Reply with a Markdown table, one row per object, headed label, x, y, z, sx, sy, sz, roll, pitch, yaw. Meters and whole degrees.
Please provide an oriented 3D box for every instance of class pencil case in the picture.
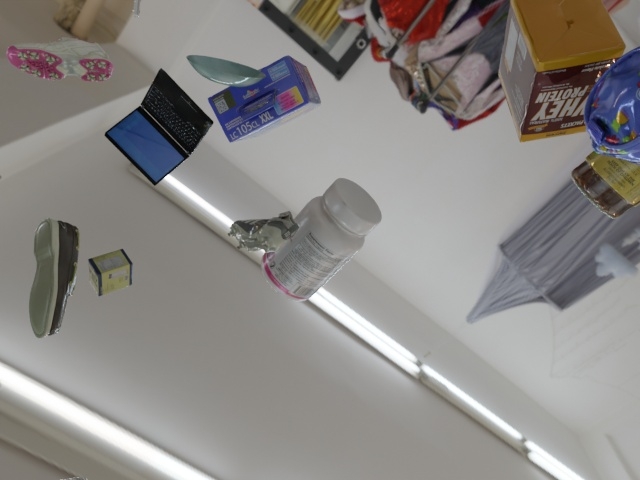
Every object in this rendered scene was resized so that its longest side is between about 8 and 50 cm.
| label | x | y | z | sx | sy | sz | roll | pitch | yaw |
| --- | --- | --- | --- | --- | --- | --- | --- | --- | --- |
| pencil case | 0.455 | -0.107 | 0.531 | 0.306 | 0.133 | 0.119 | 20 | -143 | -15 |

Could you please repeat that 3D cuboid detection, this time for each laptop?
| label | x | y | z | sx | sy | sz | roll | pitch | yaw |
| --- | --- | --- | --- | --- | --- | --- | --- | --- | --- |
| laptop | -0.518 | -0.359 | 1.464 | 0.234 | 0.264 | 0.136 | 46 | -143 | -6 |

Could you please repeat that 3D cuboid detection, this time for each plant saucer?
| label | x | y | z | sx | sy | sz | roll | pitch | yaw |
| --- | --- | --- | --- | --- | --- | --- | --- | --- | --- |
| plant saucer | -0.234 | -0.413 | 1.131 | 0.194 | 0.038 | 0.195 | 14 | -154 | -7 |

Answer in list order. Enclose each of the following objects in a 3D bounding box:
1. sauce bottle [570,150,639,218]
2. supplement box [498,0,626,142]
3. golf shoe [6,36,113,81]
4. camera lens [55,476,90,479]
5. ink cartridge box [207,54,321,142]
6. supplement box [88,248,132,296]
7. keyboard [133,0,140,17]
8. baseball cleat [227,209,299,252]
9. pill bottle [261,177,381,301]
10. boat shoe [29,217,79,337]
| label | x | y | z | sx | sy | sz | roll | pitch | yaw |
| --- | --- | --- | --- | --- | --- | --- | --- | --- | --- |
| sauce bottle | 0.542 | -0.179 | 0.662 | 0.111 | 0.344 | 0.111 | 29 | -146 | -22 |
| supplement box | 0.423 | -0.323 | 0.837 | 0.194 | 0.129 | 0.191 | 66 | -161 | -59 |
| golf shoe | -0.861 | -0.611 | 1.520 | 0.306 | 0.115 | 0.140 | -6 | -118 | -39 |
| camera lens | -0.499 | 0.510 | 0.725 | 0.274 | 0.219 | 0.219 | 17 | -147 | -42 |
| ink cartridge box | -0.161 | -0.425 | 1.398 | 0.151 | 0.269 | 0.395 | 64 | -167 | -10 |
| supplement box | -0.509 | 0.077 | 1.112 | 0.083 | 0.083 | 0.056 | -21 | -124 | -39 |
| keyboard | -0.216 | -0.315 | 0.549 | 0.014 | 0.072 | 0.256 | 11 | -156 | -26 |
| baseball cleat | -0.114 | -0.021 | 0.975 | 0.206 | 0.109 | 0.072 | 15 | 133 | 53 |
| pill bottle | 0.000 | 0.000 | 1.061 | 0.160 | 0.283 | 0.160 | 31 | -148 | -22 |
| boat shoe | -0.506 | 0.072 | 0.884 | 0.068 | 0.081 | 0.228 | 19 | -116 | -59 |
